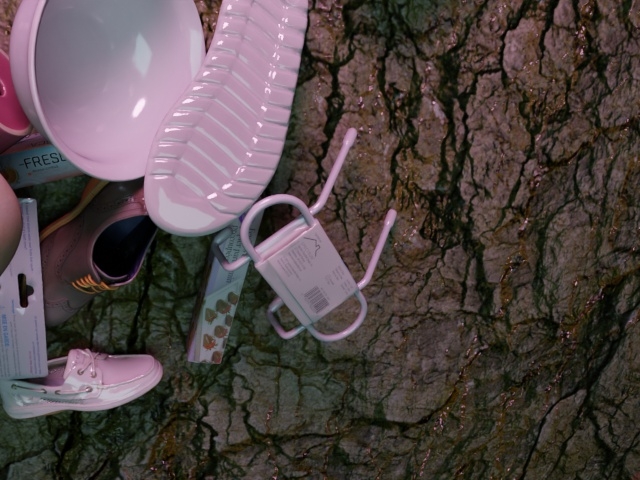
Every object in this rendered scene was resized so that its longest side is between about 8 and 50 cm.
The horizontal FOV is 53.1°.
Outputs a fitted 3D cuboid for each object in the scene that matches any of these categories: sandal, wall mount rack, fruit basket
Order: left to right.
[{"bbox_3d":[-0.601,0.076,0.952,0.352,0.165,0.327,-3,118,-21],"label":"fruit basket"},{"bbox_3d":[-0.122,-0.194,0.932,0.169,0.102,0.417,25,82,-15],"label":"sandal"},{"bbox_3d":[0.000,0.000,1.064,0.304,0.130,0.350,-36,133,-4],"label":"wall mount rack"}]

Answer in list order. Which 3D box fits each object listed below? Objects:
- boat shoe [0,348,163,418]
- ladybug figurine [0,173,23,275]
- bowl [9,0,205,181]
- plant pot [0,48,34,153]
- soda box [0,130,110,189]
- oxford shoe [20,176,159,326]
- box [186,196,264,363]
[{"bbox_3d":[-0.420,0.237,1.119,0.276,0.098,0.096,-11,121,-10],"label":"boat shoe"},{"bbox_3d":[-0.570,0.018,0.704,0.448,0.162,0.305,-12,130,-1],"label":"ladybug figurine"},{"bbox_3d":[-0.296,-0.235,0.850,0.298,0.134,0.298,-35,132,-51],"label":"bowl"},{"bbox_3d":[-0.477,-0.162,0.807,0.180,0.201,0.201,-18,122,10],"label":"plant pot"},{"bbox_3d":[-0.396,-0.127,0.951,0.183,0.063,0.058,-13,123,-11],"label":"soda box"},{"bbox_3d":[-0.358,0.032,0.982,0.129,0.133,0.364,19,125,-39],"label":"oxford shoe"},{"bbox_3d":[-0.172,0.068,1.125,0.063,0.067,0.324,9,115,-21],"label":"box"}]
